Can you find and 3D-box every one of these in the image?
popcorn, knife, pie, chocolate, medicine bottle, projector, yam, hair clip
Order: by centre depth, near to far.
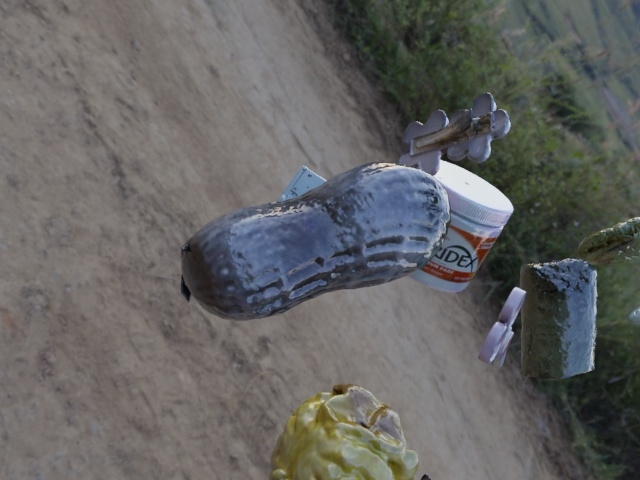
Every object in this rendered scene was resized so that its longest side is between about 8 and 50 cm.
[{"bbox_3d":[0.000,0.000,0.604,0.110,0.248,0.110,160,-90,-76],"label":"chocolate"},{"bbox_3d":[0.621,0.099,1.264,0.222,0.064,0.031,-21,82,-34],"label":"knife"},{"bbox_3d":[0.255,-0.204,1.395,0.075,0.257,0.146,13,71,-33],"label":"hair clip"},{"bbox_3d":[0.068,0.489,1.463,0.381,0.349,0.349,27,40,-25],"label":"popcorn"},{"bbox_3d":[-0.033,-0.076,1.544,0.115,0.061,0.147,33,65,-3],"label":"projector"},{"bbox_3d":[0.296,-0.037,1.705,0.252,0.241,0.252,22,23,-10],"label":"medicine bottle"},{"bbox_3d":[0.599,0.195,1.777,0.195,0.195,0.300,2,88,-60],"label":"yam"},{"bbox_3d":[0.803,0.004,1.869,0.201,0.248,0.090,-2,67,-32],"label":"pie"}]

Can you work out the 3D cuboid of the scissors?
[{"bbox_3d":[0.270,0.156,1.073,0.030,0.118,0.242,27,-18,20],"label":"scissors"}]
